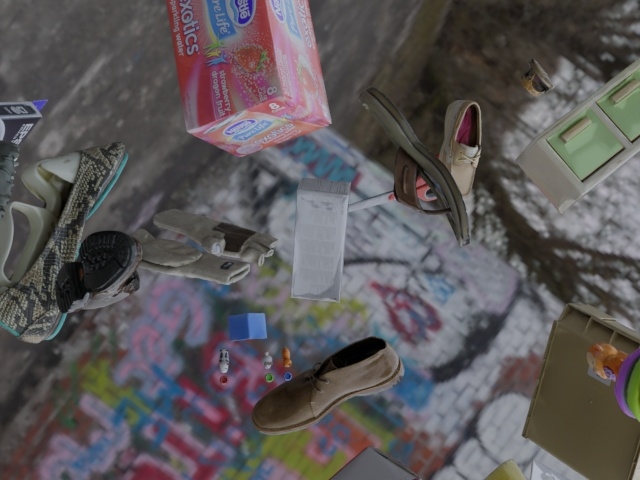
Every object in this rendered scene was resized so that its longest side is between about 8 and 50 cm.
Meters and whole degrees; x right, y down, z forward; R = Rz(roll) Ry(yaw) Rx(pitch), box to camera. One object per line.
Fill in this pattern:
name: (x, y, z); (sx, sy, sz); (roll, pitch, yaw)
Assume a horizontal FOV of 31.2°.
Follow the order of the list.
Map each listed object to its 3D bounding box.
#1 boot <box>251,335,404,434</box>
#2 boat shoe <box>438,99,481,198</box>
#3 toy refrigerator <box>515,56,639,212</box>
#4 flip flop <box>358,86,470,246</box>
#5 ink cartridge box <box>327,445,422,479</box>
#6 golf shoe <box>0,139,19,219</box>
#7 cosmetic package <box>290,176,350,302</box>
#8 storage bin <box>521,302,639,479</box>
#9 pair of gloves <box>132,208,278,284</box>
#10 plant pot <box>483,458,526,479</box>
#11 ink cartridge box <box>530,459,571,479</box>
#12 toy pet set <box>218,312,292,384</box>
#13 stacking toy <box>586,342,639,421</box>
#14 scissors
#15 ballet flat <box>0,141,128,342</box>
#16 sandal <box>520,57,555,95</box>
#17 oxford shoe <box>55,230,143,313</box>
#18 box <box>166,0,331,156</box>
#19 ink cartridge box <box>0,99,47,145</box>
boot: (-0.001, 0.261, 2.142); (0.305, 0.112, 0.115); (-25, 143, 4)
boat shoe: (0.238, -0.153, 1.918); (0.059, 0.063, 0.170); (179, -89, -64)
toy refrigerator: (0.412, -0.164, 1.600); (0.269, 0.102, 0.094); (-36, 172, -17)
flip flop: (0.129, -0.101, 1.667); (0.080, 0.277, 0.112); (-35, 170, -3)
ink cartridge box: (0.075, 0.451, 1.447); (0.226, 0.306, 0.131); (-39, -153, -20)
golf shoe: (-0.395, -0.036, 1.112); (0.273, 0.120, 0.105); (-20, -122, 40)
cosmetic package: (0.000, 0.000, 2.190); (0.060, 0.099, 0.239); (-74, 170, -60)
storage bin: (0.488, 0.267, 1.900); (0.262, 0.123, 0.260); (32, -68, 56)
pair of gloves: (-0.186, 0.014, 1.762); (0.240, 0.204, 0.042); (-45, 147, -67)
plant pot: (0.343, 0.485, 2.125); (0.134, 0.095, 0.134); (-37, 156, -20)
ink cartridge box: (0.324, 0.438, 1.753); (0.060, 0.104, 0.180); (-21, -134, 46)
toy pet set: (-0.109, 0.179, 1.898); (0.065, 0.122, 0.114); (130, -44, -79)
stacking toy: (0.462, 0.195, 1.538); (0.166, 0.175, 0.302); (-42, -151, -16)
scissors: (0.158, -0.086, 2.299); (0.297, 0.021, 0.109); (-29, 138, -14)
ballet flat: (-0.513, -0.039, 2.187); (0.164, 0.182, 0.482); (-27, -142, 46)
sandal: (0.427, -0.318, 2.302); (0.049, 0.072, 0.180); (-39, 177, 2)
oxford shoe: (-0.286, 0.039, 1.583); (0.096, 0.082, 0.227); (-2, 164, -32)
box: (-0.102, -0.284, 1.537); (0.154, 0.299, 0.142); (-16, 163, 23)
ink cartridge box: (-0.502, -0.120, 1.682); (0.206, 0.045, 0.208); (-46, 172, 20)
